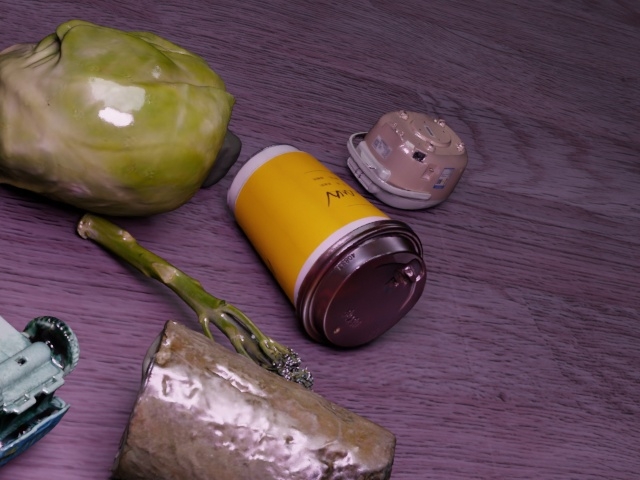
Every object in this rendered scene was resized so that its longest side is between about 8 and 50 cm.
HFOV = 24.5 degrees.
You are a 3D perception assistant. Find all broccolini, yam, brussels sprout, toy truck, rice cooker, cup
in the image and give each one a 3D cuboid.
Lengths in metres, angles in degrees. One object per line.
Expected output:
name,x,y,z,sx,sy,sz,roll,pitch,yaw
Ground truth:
broccolini,-0.165,0.089,1.789,0.392,0.079,0.074,32,35,25
yam,-0.075,0.230,1.583,0.300,0.195,0.195,29,33,-5
brussels sprout,-0.264,-0.152,1.836,0.328,0.247,0.328,20,-4,1
toy truck,-0.388,0.109,1.508,0.279,0.156,0.155,40,34,10
rice cooker,0.139,-0.128,2.292,0.206,0.127,0.145,4,41,-49
cup,0.000,0.000,1.966,0.196,0.196,0.280,-4,39,-43

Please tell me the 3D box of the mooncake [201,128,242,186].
mooncake,-0.198,-0.149,2.058,0.168,0.104,0.175,14,35,-21
